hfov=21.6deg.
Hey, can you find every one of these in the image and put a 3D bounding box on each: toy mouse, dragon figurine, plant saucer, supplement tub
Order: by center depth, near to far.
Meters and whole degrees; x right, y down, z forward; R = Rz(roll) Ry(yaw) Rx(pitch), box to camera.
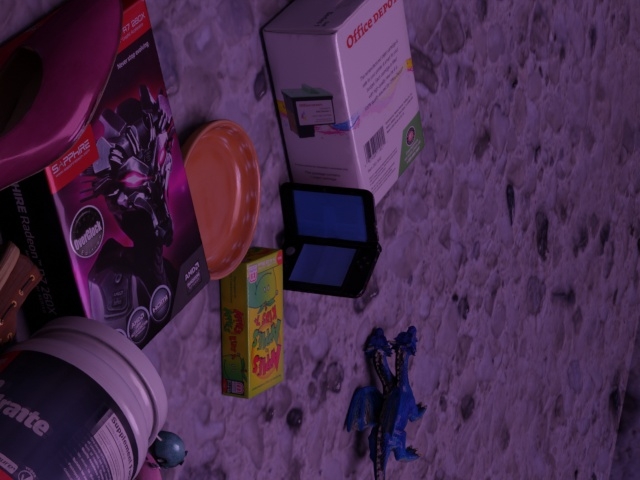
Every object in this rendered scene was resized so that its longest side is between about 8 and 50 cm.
[{"bbox_3d":[-0.293,0.219,1.680,0.272,0.191,0.191,-51,138,-46],"label":"supplement tub"},{"bbox_3d":[-0.191,0.279,2.037,0.161,0.031,0.143,-30,119,-67],"label":"toy mouse"},{"bbox_3d":[-0.138,-0.052,2.083,0.200,0.037,0.200,-23,116,-60],"label":"plant saucer"},{"bbox_3d":[0.095,0.269,2.533,0.144,0.085,0.289,57,42,-48],"label":"dragon figurine"}]

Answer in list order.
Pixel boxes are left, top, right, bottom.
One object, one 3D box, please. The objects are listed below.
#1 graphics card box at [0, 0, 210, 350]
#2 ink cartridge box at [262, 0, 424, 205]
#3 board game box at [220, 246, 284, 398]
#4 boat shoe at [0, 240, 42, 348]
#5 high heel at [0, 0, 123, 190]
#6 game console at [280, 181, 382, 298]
[{"bbox_3d":[-0.246,-0.057,1.818,0.233,0.094,0.371,-47,136,-48],"label":"graphics card box"},{"bbox_3d":[0.037,-0.206,2.293,0.201,0.117,0.278,-50,138,-47],"label":"ink cartridge box"},{"bbox_3d":[-0.089,0.107,2.200,0.092,0.043,0.181,-23,115,-59],"label":"board game box"},{"bbox_3d":[-0.333,0.085,1.694,0.060,0.064,0.178,38,55,-24],"label":"boat shoe"},{"bbox_3d":[-0.331,-0.113,1.528,0.181,0.127,0.377,41,72,-35],"label":"high heel"},{"bbox_3d":[0.000,0.000,2.238,0.124,0.144,0.085,-67,147,-28],"label":"game console"}]
